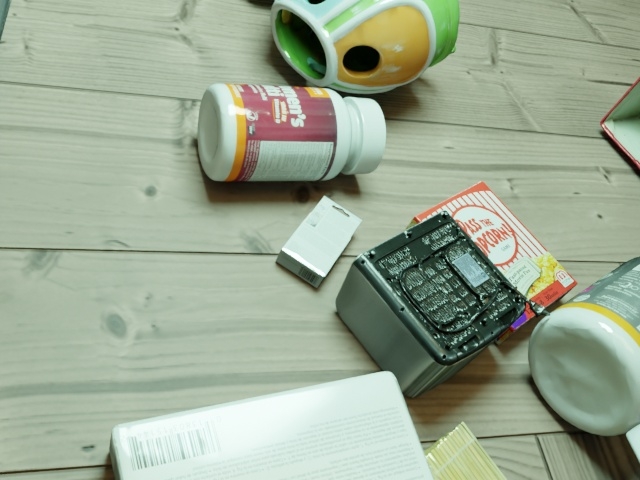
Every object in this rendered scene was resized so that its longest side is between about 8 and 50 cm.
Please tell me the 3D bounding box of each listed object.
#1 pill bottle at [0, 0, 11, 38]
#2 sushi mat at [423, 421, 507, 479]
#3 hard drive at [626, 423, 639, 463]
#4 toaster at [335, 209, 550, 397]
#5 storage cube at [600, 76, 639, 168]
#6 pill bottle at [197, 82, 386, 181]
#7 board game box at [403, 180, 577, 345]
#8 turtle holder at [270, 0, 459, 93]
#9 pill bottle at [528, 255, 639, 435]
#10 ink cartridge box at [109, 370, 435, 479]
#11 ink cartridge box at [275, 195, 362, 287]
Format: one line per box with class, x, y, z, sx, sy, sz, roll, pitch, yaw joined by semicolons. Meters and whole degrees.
pill bottle;-0.452;-0.298;0.946;0.176;0.176;0.318;9;53;-17
sushi mat;0.194;0.353;0.840;0.151;0.019;0.316;-24;67;-34
hard drive;0.447;0.352;0.830;0.210;0.040;0.318;32;28;-28
toaster;0.136;0.077;0.961;0.168;0.110;0.185;-27;69;-35
storage cube;0.617;-0.201;1.313;0.193;0.215;0.183;-15;62;-38
pill bottle;-0.036;-0.136;1.040;0.221;0.121;0.121;-3;57;-25
board game box;0.224;0.025;1.081;0.147;0.045;0.193;-28;69;-36
turtle holder;0.036;-0.353;1.159;0.227;0.243;0.320;-35;83;-20
pill bottle;0.402;0.112;1.017;0.278;0.162;0.162;-24;67;-36
ink cartridge box;-0.026;0.273;0.763;0.296;0.066;0.261;-7;58;-22
ink cartridge box;0.000;0.000;1.015;0.063;0.029;0.115;33;48;4
